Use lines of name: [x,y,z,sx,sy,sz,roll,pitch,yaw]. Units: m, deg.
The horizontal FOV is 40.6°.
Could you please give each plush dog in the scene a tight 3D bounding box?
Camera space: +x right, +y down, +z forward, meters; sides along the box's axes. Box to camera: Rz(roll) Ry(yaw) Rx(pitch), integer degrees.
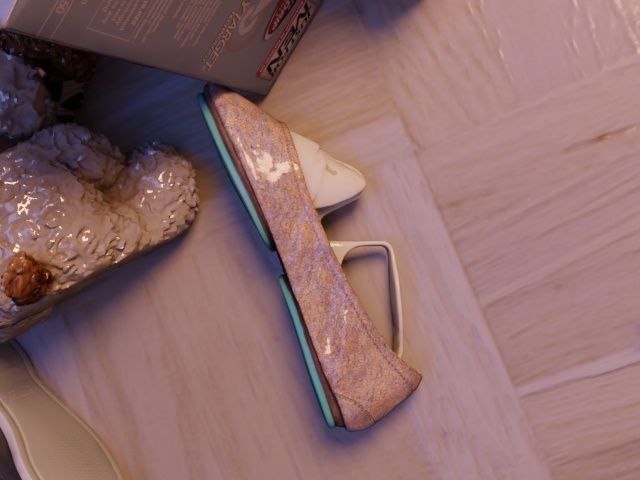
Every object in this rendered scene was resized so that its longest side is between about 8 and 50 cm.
plush dog: [-0.264,-0.053,0.713,0.262,0.210,0.225,-31,88,5]

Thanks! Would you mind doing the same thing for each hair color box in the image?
hair color box: [-0.144,-0.207,0.595,0.185,0.374,0.114,35,103,11]

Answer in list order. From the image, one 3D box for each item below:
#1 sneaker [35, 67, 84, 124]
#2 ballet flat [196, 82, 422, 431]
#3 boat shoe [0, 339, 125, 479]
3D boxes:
sneaker: [-0.256,-0.163,0.809,0.071,0.068,0.170,33,95,27]
ballet flat: [0.000,0.000,0.727,0.106,0.107,0.316,-22,93,-2]
boat shoe: [-0.291,0.192,0.822,0.091,0.114,0.302,-47,69,15]
